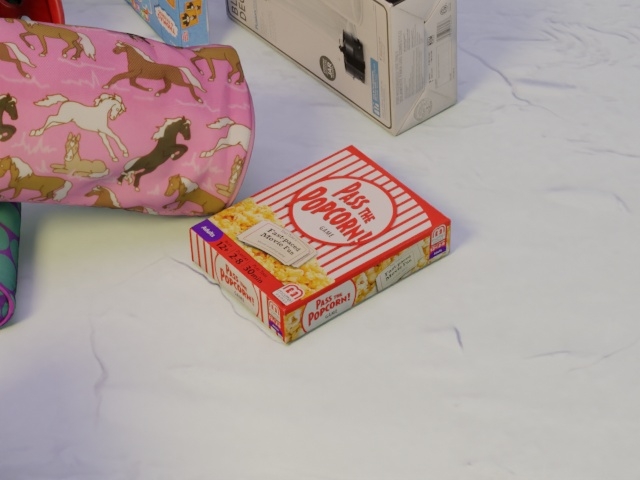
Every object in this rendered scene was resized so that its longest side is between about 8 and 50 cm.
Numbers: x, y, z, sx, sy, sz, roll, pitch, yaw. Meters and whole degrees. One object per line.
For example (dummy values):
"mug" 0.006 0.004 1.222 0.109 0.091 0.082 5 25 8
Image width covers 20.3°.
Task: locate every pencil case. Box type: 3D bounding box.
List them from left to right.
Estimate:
"pencil case" -0.309 0.011 1.626 0.070 0.064 0.151 7 39 -14
"pencil case" -0.247 -0.106 1.608 0.386 0.167 0.160 1 63 -26

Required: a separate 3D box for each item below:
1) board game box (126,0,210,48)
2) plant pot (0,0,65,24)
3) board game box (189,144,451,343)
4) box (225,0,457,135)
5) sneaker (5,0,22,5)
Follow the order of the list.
"board game box" -0.173 -0.316 1.883 0.039 0.211 0.160 -21 45 -23
"plant pot" -0.374 -0.202 1.781 0.174 0.191 0.191 15 44 23
"board game box" 0.000 0.000 1.640 0.193 0.045 0.147 -29 48 -27
"box" 0.014 -0.252 1.840 0.087 0.169 0.290 -30 50 -25
"sneaker" -0.364 -0.269 1.961 0.078 0.067 0.188 13 37 -15
